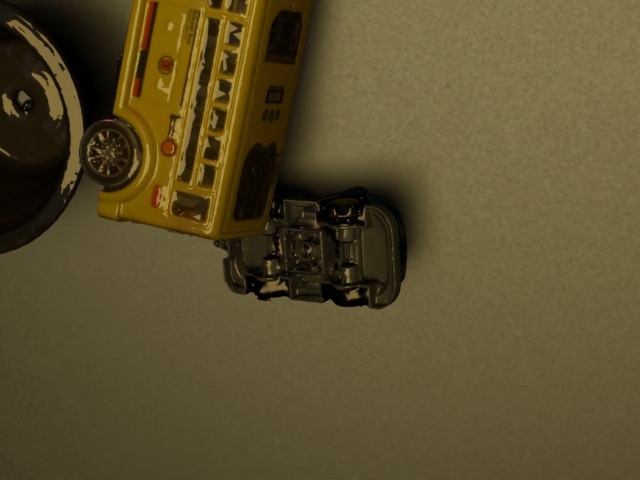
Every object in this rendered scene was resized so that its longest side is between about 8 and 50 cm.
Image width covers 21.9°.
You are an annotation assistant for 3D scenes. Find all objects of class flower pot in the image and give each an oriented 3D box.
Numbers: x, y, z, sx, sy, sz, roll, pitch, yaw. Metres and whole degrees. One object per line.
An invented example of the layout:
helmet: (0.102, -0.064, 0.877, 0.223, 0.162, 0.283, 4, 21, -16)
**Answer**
flower pot: (-0.297, -0.117, 1.508, 0.235, 0.148, 0.235, 3, 105, 13)

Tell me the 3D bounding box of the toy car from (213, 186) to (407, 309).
toy car: (0.000, 0.000, 1.517, 0.191, 0.100, 0.097, 6, 108, 30)

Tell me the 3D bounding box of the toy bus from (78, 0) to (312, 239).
toy bus: (-0.093, -0.171, 1.422, 0.152, 0.144, 0.330, 15, 99, 22)
